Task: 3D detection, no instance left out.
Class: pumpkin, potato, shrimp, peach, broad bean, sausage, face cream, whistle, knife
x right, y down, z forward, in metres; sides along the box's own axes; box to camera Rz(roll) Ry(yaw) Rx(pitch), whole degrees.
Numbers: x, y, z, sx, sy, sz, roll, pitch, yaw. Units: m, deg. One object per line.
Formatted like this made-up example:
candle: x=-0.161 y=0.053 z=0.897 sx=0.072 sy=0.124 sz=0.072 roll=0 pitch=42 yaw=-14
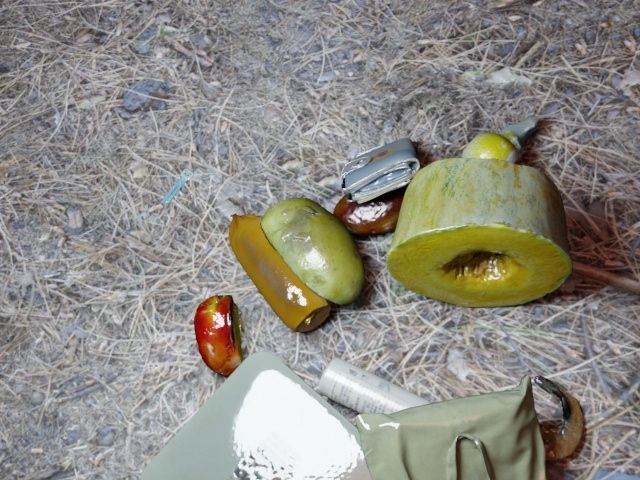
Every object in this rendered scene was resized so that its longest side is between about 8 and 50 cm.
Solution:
pumpkin: x=0.290 y=-0.026 z=1.656 sx=0.333 sy=0.332 sz=0.199 roll=-3 pitch=62 yaw=11
potato: x=0.000 y=0.000 z=1.770 sx=0.111 sy=0.160 sz=0.271 roll=-50 pitch=60 yaw=23
shrimp: x=0.373 y=0.315 z=1.637 sx=0.219 sy=0.046 sz=0.152 roll=13 pitch=72 yaw=12
peach: x=-0.205 y=0.194 z=1.786 sx=0.093 sy=0.127 sz=0.172 roll=-6 pitch=92 yaw=1
broad bean: x=0.107 y=-0.065 z=1.837 sx=0.165 sy=0.084 sz=0.114 roll=-3 pitch=47 yaw=18
sausage: x=-0.100 y=0.045 z=1.820 sx=0.112 sy=0.112 sz=0.328 roll=-36 pitch=63 yaw=-4
face cream: x=0.129 y=0.309 z=1.674 sx=0.269 sy=0.082 sz=0.082 roll=24 pitch=74 yaw=18
whistle: x=0.378 y=-0.178 z=1.817 sx=0.223 sy=0.123 sz=0.123 roll=-37 pitch=64 yaw=-22
knife: x=-0.320 y=-0.120 z=1.985 sx=0.027 sy=0.010 sz=0.096 roll=32 pitch=77 yaw=22

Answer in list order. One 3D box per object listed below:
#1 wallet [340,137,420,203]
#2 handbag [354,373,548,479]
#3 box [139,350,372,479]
wallet: x=0.124 y=-0.143 z=1.811 sx=0.170 sy=0.231 sz=0.069 roll=-20 pitch=105 yaw=10
handbag: x=0.240 y=0.391 z=1.554 sx=0.316 sy=0.109 sz=0.253 roll=-13 pitch=92 yaw=-3
box: x=-0.104 y=0.446 z=1.662 sx=0.367 sy=0.090 sz=0.373 roll=39 pitch=81 yaw=24
